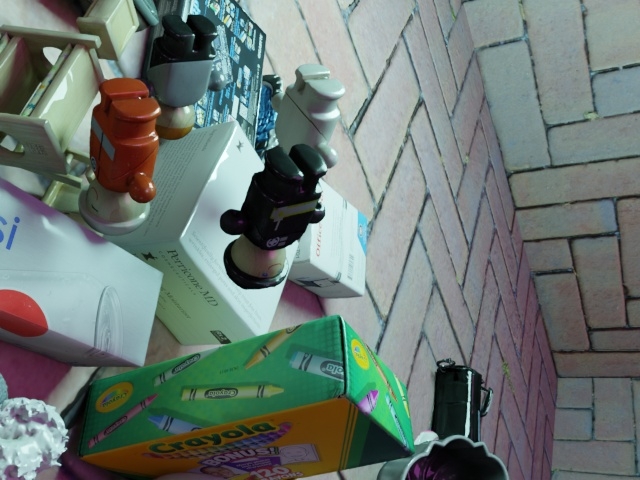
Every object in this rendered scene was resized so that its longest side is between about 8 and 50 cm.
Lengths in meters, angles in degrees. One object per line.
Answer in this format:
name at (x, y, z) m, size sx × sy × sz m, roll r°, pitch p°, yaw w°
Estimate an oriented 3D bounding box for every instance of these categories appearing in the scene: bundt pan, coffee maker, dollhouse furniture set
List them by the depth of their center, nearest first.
dollhouse furniture set at (-0.241, -0.121, 0.631) m, size 0.161 × 0.101 × 0.182 m, roll 89°, pitch 13°, yaw -54°
bundt pan at (0.202, 0.512, 1.195) m, size 0.330 × 0.124 × 0.331 m, roll 7°, pitch 78°, yaw -34°
coffee maker at (0.310, 0.390, 1.553) m, size 0.171 × 0.120 × 0.178 m, roll 28°, pitch 55°, yaw -31°

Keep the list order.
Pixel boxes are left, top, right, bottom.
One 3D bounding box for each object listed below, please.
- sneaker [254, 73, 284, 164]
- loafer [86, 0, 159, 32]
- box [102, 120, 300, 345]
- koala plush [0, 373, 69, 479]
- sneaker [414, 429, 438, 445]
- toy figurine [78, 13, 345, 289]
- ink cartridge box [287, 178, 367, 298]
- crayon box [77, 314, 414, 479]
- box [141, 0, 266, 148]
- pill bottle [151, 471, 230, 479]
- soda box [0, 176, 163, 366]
sneaker at (-0.072, -0.142, 0.952) m, size 0.083 × 0.071 × 0.191 m, roll 57°, pitch 38°, yaw -51°
loafer at (-0.258, -0.302, 0.635) m, size 0.267 × 0.084 × 0.096 m, roll 56°, pitch 7°, yaw -48°
box at (-0.126, -0.004, 0.759) m, size 0.181 × 0.119 × 0.182 m, roll 59°, pitch 36°, yaw -39°
koala plush at (-0.282, 0.112, 0.382) m, size 0.221 × 0.196 × 0.203 m, roll 0°, pitch 96°, yaw -63°
sneaker at (0.240, 0.519, 1.367) m, size 0.103 × 0.111 × 0.252 m, roll 23°, pitch 64°, yaw -60°
toy figurine at (-0.092, -0.080, 0.605) m, size 0.210 × 0.213 × 0.148 m, roll -78°, pitch -171°, yaw -47°
ink cartridge box at (0.000, 0.000, 1.043) m, size 0.190 × 0.082 × 0.140 m, roll 34°, pitch 55°, yaw -55°
crayon box at (-0.069, 0.174, 0.654) m, size 0.165 × 0.278 × 0.081 m, roll 50°, pitch 29°, yaw -47°
box at (-0.142, -0.214, 0.846) m, size 0.175 × 0.051 × 0.220 m, roll 34°, pitch 55°, yaw -56°
pill bottle at (-0.144, 0.399, 0.543) m, size 0.210 × 0.210 × 0.363 m, roll 67°, pitch 32°, yaw -30°
soda box at (-0.256, 0.019, 0.532) m, size 0.286 × 0.091 × 0.098 m, roll 43°, pitch 48°, yaw -52°
